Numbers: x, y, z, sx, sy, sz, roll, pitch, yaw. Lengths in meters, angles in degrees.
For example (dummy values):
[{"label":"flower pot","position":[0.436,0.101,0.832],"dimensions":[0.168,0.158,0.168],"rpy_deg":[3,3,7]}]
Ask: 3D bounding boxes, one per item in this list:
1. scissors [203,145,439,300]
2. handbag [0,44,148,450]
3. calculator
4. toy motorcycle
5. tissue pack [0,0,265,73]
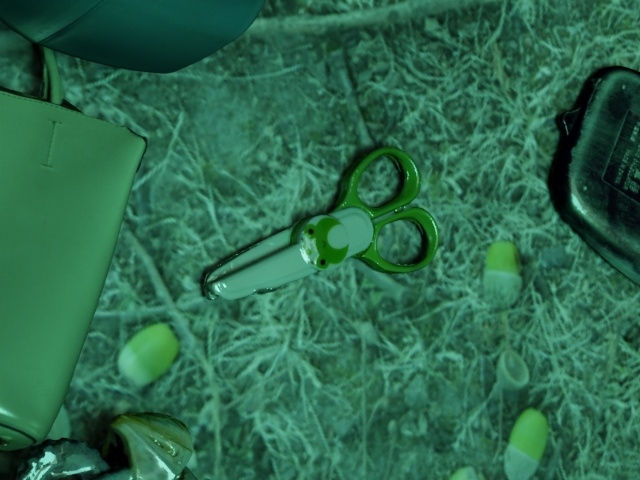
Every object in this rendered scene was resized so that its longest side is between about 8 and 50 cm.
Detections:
[{"label":"scissors","position":[0.000,0.000,1.118],"dimensions":[0.204,0.027,0.101],"rpy_deg":[-22,95,-30]},{"label":"handbag","position":[-0.234,-0.036,0.951],"dimensions":[0.241,0.109,0.315],"rpy_deg":[21,72,-27]},{"label":"calculator","position":[0.309,-0.039,1.291],"dimensions":[0.268,0.040,0.177],"rpy_deg":[29,70,-19]},{"label":"toy motorcycle","position":[-0.110,0.210,1.003],"dimensions":[0.130,0.094,0.229],"rpy_deg":[-44,115,-29]},{"label":"tissue pack","position":[-0.131,-0.270,0.968],"dimensions":[0.206,0.198,0.287],"rpy_deg":[19,74,-31]}]
